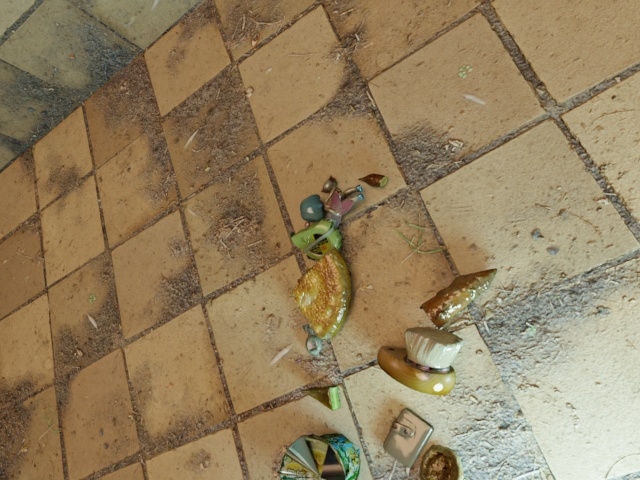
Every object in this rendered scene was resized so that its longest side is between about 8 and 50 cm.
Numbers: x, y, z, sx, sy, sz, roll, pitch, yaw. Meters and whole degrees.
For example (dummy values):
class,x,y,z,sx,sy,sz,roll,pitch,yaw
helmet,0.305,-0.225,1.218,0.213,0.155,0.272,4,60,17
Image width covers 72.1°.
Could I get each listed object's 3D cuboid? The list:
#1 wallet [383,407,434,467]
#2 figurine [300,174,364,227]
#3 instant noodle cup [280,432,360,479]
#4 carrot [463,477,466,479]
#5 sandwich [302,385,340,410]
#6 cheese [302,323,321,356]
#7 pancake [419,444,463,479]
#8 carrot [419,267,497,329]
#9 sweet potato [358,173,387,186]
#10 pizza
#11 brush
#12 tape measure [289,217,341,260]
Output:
class,x,y,z,sx,sy,sz,roll,pitch,yaw
wallet,0.272,0.618,1.383,0.118,0.039,0.152,29,94,27
figurine,0.033,-0.159,1.646,0.260,0.103,0.205,-20,70,24
instant noodle cup,0.014,0.730,1.410,0.240,0.178,0.240,-6,76,26
carrot,0.337,0.850,1.281,0.074,0.074,0.358,29,89,30
sandwich,0.002,0.547,1.518,0.116,0.074,0.074,-13,73,25
cheese,-0.030,0.362,1.604,0.067,0.026,0.120,-22,69,21
pancake,0.356,0.686,1.307,0.151,0.025,0.151,-33,40,34
carrot,0.443,0.168,1.376,0.263,0.102,0.102,-37,64,9
sweet potato,0.188,-0.220,1.613,0.117,0.049,0.049,10,83,35
pizza,0.002,0.187,1.576,0.226,0.086,0.335,5,95,23
brush,0.291,0.348,1.350,0.267,0.174,0.166,10,95,40
tape measure,0.000,0.000,1.618,0.177,0.087,0.154,-27,96,24
